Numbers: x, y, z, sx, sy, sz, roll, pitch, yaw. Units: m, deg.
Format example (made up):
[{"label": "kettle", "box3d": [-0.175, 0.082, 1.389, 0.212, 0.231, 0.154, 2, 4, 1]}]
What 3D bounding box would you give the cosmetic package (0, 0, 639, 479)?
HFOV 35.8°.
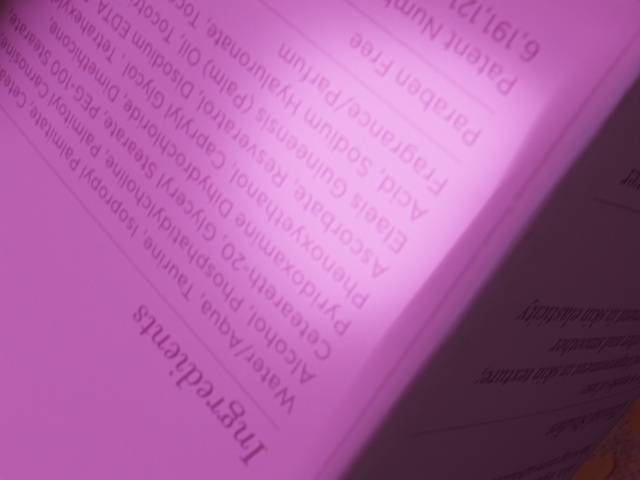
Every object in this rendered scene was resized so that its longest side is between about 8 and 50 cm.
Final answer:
[{"label": "cosmetic package", "box3d": [0.000, 0.000, 0.558, 0.329, 0.327, 0.394, 6, 122, -55]}]
